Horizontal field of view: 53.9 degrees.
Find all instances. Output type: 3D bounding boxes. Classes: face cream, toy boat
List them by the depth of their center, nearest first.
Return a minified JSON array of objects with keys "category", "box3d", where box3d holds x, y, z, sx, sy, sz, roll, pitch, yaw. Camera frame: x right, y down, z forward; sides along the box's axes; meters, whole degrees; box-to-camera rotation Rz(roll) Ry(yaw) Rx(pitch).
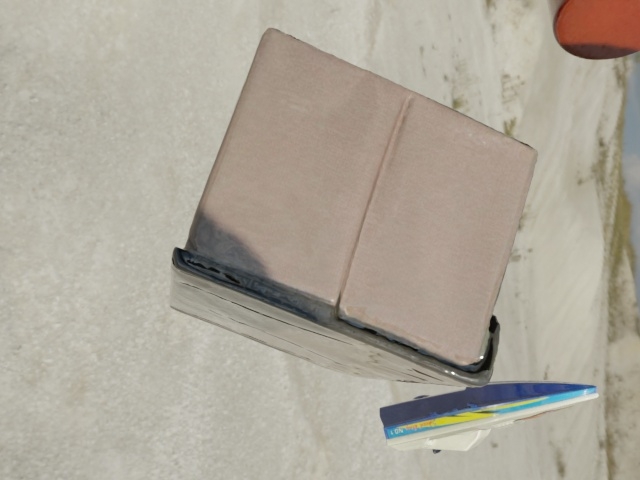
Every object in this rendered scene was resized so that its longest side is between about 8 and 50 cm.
[{"category":"face cream","box3d":[0.222,-0.258,0.507,0.096,0.096,0.214,48,38,-55]},{"category":"toy boat","box3d":[0.238,0.242,0.887,0.129,0.295,0.088,16,58,-58]}]

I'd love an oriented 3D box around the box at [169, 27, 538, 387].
[{"category":"box","box3d":[0.000,0.000,0.447,0.252,0.188,0.153,136,-25,-75]}]
